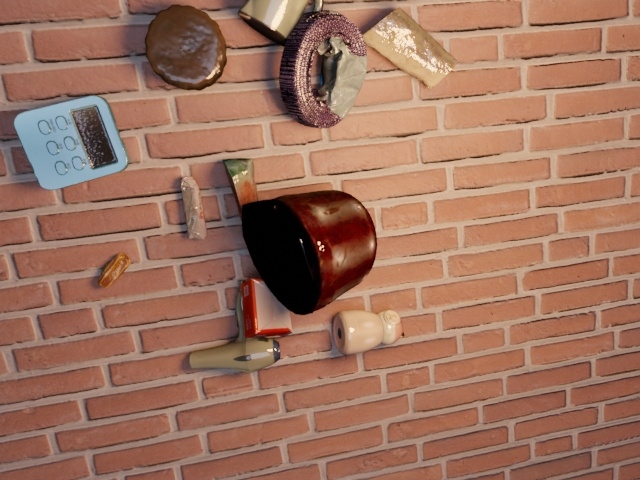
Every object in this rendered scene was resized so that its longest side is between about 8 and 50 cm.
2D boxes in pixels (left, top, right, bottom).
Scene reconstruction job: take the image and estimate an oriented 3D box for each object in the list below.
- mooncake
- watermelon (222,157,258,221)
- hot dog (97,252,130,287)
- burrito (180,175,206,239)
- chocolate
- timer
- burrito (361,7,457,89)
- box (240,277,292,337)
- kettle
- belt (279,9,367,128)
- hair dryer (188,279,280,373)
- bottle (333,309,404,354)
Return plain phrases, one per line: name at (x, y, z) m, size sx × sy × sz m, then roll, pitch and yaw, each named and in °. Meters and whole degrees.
mooncake at (-0.378, -0.543, 1.411) m, size 0.228 × 0.124 × 0.228 m, roll -1°, pitch 98°, yaw -8°
watermelon at (-0.230, -0.130, 1.532) m, size 0.094 × 0.154 × 0.241 m, roll -13°, pitch 119°, yaw -7°
hot dog at (-0.650, 0.093, 1.547) m, size 0.056 × 0.041 × 0.133 m, roll 42°, pitch 87°, yaw -24°
burrito at (-0.398, -0.100, 1.537) m, size 0.064 × 0.064 × 0.203 m, roll -8°, pitch 106°, yaw -8°
chocolate at (0.000, 0.000, 1.473) m, size 0.331 × 0.383 × 0.384 m, roll -28°, pitch 107°, yaw -26°
timer at (-0.709, -0.283, 1.427) m, size 0.249 × 0.091 × 0.232 m, roll -20°, pitch 104°, yaw -9°
burrito at (0.276, -0.597, 1.518) m, size 0.299 × 0.105 × 0.143 m, roll 30°, pitch 91°, yaw -16°
box at (-0.177, 0.219, 1.576) m, size 0.133 × 0.099 × 0.182 m, roll 2°, pitch 70°, yaw -32°
kettle at (-0.090, -0.699, 1.415) m, size 0.240 × 0.165 × 0.255 m, roll 18°, pitch 101°, yaw -42°
belt at (0.010, -0.494, 1.452) m, size 0.260 × 0.122 × 0.325 m, roll 2°, pitch 105°, yaw -38°
hair dryer at (-0.313, 0.321, 1.639) m, size 0.295 × 0.119 × 0.298 m, roll -27°, pitch 90°, yaw 1°
bottle at (0.173, 0.305, 1.686) m, size 0.236 × 0.147 × 0.148 m, roll -3°, pitch 103°, yaw -17°
